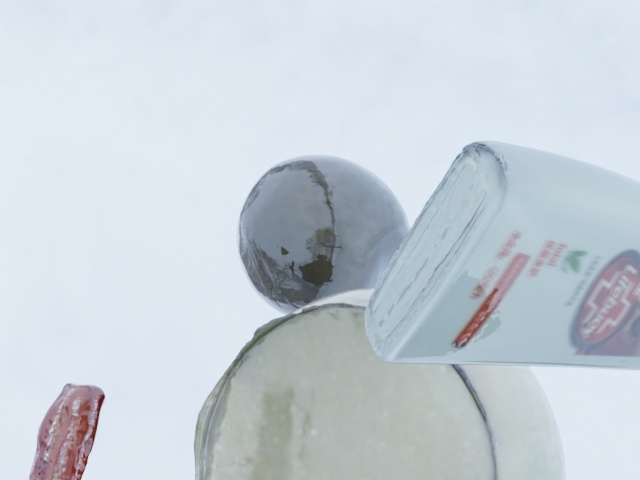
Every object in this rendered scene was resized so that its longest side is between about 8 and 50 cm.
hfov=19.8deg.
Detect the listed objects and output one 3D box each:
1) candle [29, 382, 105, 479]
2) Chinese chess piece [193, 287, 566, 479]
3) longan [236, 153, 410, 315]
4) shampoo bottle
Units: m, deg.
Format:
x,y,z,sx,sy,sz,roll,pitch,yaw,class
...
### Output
x,y,z,sx,sy,sz,roll,pitch,yaw,class
-0.248,0.276,1.537,0.048,0.051,0.329,152,134,-86,candle
0.050,0.210,1.616,0.338,0.140,0.338,-2,86,32,Chinese chess piece
0.000,0.000,2.039,0.212,0.198,0.198,-42,-6,-47,longan
0.184,0.034,1.135,0.153,0.284,0.071,-61,29,27,shampoo bottle
